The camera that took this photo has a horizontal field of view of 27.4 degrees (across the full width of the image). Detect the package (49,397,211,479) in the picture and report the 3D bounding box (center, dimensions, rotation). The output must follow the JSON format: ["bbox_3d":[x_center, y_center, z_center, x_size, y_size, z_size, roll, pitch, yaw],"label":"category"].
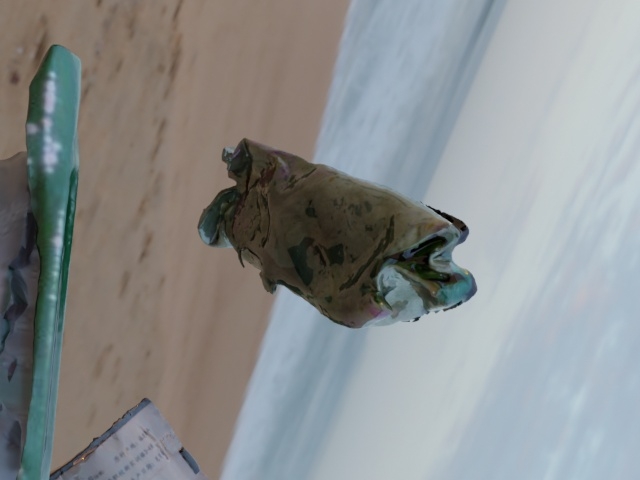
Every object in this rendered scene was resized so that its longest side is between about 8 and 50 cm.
[{"bbox_3d":[-0.223,0.322,1.451,0.251,0.204,0.062,-39,-177,-25],"label":"package"}]

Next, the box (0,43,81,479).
[{"bbox_3d":[-0.218,0.067,0.746,0.336,0.106,0.264,141,-45,-64],"label":"box"}]

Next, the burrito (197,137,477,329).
[{"bbox_3d":[0.002,-0.003,0.882,0.309,0.066,0.096,23,-81,59],"label":"burrito"}]
